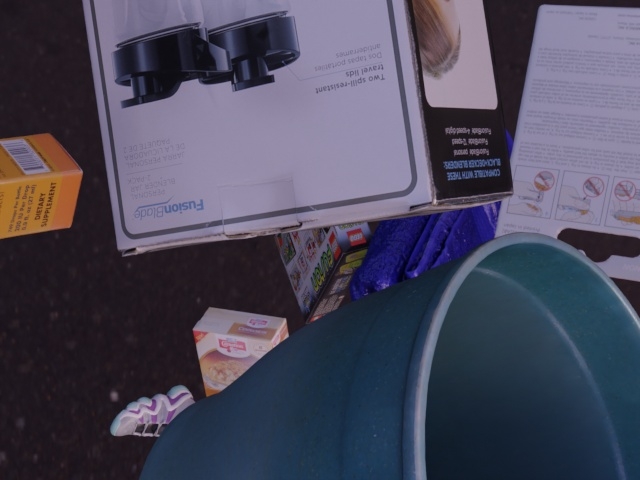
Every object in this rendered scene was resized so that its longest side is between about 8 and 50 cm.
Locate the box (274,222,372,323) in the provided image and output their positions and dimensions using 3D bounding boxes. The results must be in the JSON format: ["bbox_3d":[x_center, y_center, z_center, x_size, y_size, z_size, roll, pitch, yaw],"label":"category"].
[{"bbox_3d":[0.000,0.000,1.256,0.036,0.207,0.114,-15,71,-18],"label":"box"}]

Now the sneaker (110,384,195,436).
[{"bbox_3d":[-0.153,0.185,1.167,0.098,0.038,0.069,-22,57,-40],"label":"sneaker"}]

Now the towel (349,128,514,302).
[{"bbox_3d":[0.148,0.028,1.156,0.076,0.228,0.308,-14,29,35],"label":"towel"}]

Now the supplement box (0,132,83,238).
[{"bbox_3d":[-0.351,-0.043,1.132,0.233,0.078,0.080,-11,44,-39],"label":"supplement box"}]

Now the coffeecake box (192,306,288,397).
[{"bbox_3d":[-0.122,0.212,1.970,0.142,0.186,0.068,7,35,21],"label":"coffeecake box"}]

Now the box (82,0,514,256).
[{"bbox_3d":[-0.024,-0.146,0.534,0.087,0.169,0.290,-8,89,-59],"label":"box"}]

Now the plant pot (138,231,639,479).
[{"bbox_3d":[0.038,0.157,0.668,0.271,0.255,0.272,22,59,-44],"label":"plant pot"}]

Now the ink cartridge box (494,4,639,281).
[{"bbox_3d":[0.259,-0.082,1.006,0.189,0.066,0.232,9,88,28],"label":"ink cartridge box"}]
